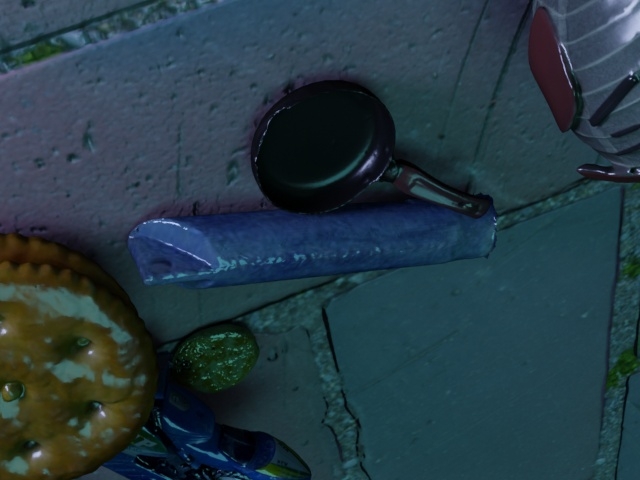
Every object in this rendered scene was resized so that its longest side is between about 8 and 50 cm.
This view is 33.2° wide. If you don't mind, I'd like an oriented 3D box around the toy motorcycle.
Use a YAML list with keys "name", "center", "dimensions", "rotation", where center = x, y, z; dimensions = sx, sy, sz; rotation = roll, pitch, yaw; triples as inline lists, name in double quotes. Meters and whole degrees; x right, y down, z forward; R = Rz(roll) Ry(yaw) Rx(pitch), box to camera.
- name: "toy motorcycle"
  center: [-0.127, 0.168, 0.936]
  dimensions: [0.254, 0.092, 0.135]
  rotation: [35, 124, -25]

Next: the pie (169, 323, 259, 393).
- name: "pie"
  center: [-0.093, 0.105, 0.960]
  dimensions: [0.085, 0.017, 0.085]
  rotation: [-12, 135, -13]

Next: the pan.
- name: "pan"
  center: [0.044, -0.060, 0.839]
  dimensions: [0.212, 0.040, 0.114]
  rotation: [16, 121, -28]

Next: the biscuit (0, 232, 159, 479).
- name: "biscuit"
  center: [-0.232, 0.096, 0.808]
  dimensions: [0.221, 0.066, 0.220]
  rotation: [-5, 124, -8]

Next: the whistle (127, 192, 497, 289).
- name: "whistle"
  center: [0.000, 0.000, 0.869]
  dimensions: [0.304, 0.062, 0.062]
  rotation: [-5, 134, -23]

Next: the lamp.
- name: "lamp"
  center: [0.252, -0.165, 0.709]
  dimensions: [0.233, 0.233, 0.265]
  rotation: [10, 134, -34]
